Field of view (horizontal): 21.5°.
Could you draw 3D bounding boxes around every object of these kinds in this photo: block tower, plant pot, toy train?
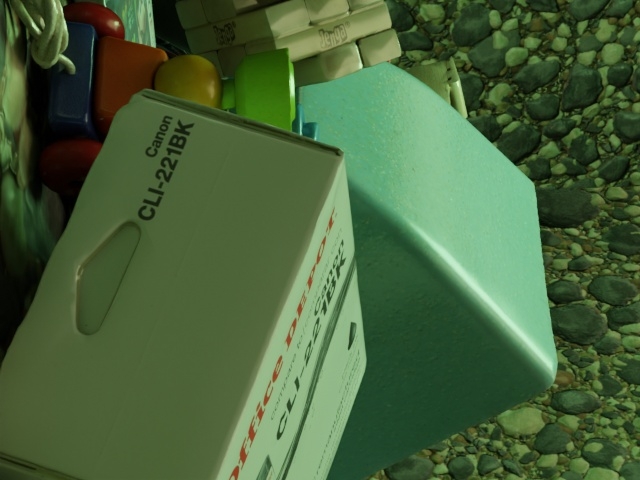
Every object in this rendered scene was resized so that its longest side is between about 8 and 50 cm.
[{"bbox_3d":[-0.054,-0.251,0.962,0.097,0.091,0.335,-3,-73,54],"label":"block tower"},{"bbox_3d":[0.000,0.000,1.259,0.252,0.247,0.248,48,26,-30],"label":"plant pot"},{"bbox_3d":[-0.077,-0.079,0.891,0.248,0.143,0.105,82,6,-64],"label":"toy train"}]

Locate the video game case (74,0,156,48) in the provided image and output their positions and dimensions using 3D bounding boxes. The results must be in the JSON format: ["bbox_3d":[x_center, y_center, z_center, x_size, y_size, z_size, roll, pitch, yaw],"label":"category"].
[{"bbox_3d":[-0.127,-0.105,1.105,0.190,0.022,0.173,-85,172,-65],"label":"video game case"}]

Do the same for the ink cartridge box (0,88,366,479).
[{"bbox_3d":[-0.062,0.081,0.869,0.273,0.114,0.197,80,28,-64],"label":"ink cartridge box"}]

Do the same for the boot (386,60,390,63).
[{"bbox_3d":[-0.009,-0.198,1.875,0.236,0.178,0.085,-84,164,-57],"label":"boot"}]

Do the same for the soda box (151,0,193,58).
[{"bbox_3d":[-0.069,-0.210,1.244,0.169,0.060,0.053,-60,172,-8],"label":"soda box"}]

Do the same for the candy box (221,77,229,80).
[{"bbox_3d":[-0.082,-0.101,1.458,0.109,0.053,0.187,-88,-178,-54],"label":"candy box"}]

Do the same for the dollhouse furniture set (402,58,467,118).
[{"bbox_3d":[0.050,-0.003,1.896,0.198,0.286,0.303,-86,162,-61],"label":"dollhouse furniture set"}]
